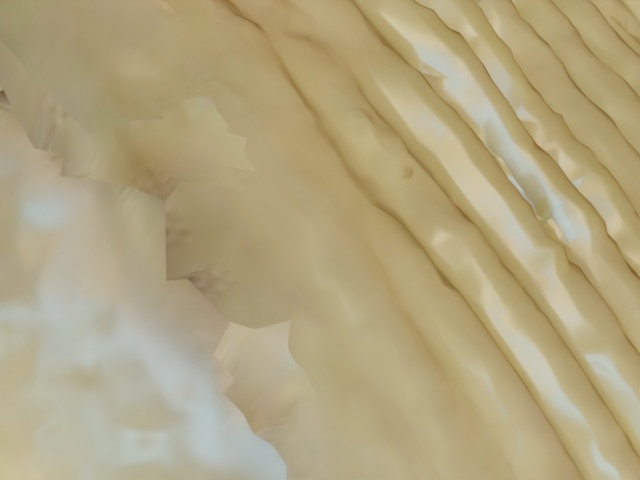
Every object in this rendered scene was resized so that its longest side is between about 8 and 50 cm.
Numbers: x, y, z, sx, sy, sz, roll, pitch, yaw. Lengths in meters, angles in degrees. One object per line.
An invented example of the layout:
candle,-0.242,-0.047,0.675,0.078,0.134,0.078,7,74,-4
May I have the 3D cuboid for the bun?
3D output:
bun,0.000,0.000,0.521,0.361,0.361,0.213,28,134,-21
